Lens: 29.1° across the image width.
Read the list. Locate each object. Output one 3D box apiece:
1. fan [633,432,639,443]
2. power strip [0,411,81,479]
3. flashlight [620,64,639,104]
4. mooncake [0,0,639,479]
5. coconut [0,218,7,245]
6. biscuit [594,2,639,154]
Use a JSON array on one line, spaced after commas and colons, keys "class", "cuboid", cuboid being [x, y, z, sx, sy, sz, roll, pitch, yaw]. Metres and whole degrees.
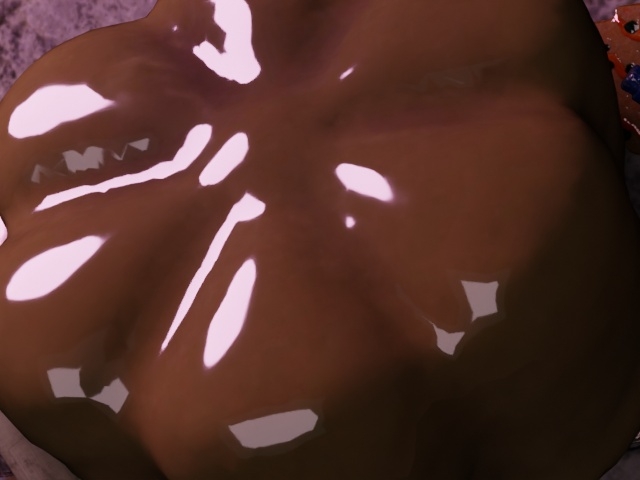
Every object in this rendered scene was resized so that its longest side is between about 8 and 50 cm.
[{"class": "fan", "cuboid": [0.265, 0.093, 0.977, 0.227, 0.008, 0.152, -1, 96, 25]}, {"class": "power strip", "cuboid": [-0.243, 0.222, 1.196, 0.092, 0.066, 0.387, -37, 85, 26]}, {"class": "flashlight", "cuboid": [0.278, -0.090, 0.920, 0.121, 0.035, 0.057, 32, 80, -1]}, {"class": "mooncake", "cuboid": [0.000, 0.000, 0.844, 0.467, 0.262, 0.467, -10, 53, 13]}, {"class": "coconut", "cuboid": [-0.243, 0.015, 1.087, 0.224, 0.224, 0.234, -6, 97, 25]}, {"class": "biscuit", "cuboid": [0.235, -0.133, 0.950, 0.119, 0.019, 0.130, 39, 111, 14]}]
